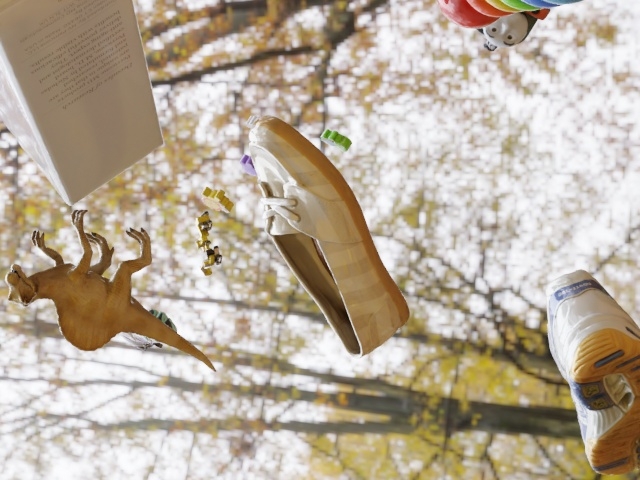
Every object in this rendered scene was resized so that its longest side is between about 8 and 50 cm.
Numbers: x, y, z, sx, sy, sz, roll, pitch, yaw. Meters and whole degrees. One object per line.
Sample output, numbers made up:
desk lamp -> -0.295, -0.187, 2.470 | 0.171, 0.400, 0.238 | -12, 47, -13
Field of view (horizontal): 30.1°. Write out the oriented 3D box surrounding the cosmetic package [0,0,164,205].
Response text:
cosmetic package -> -0.329, -0.250, 1.394 | 0.161, 0.230, 0.453 | -35, -16, -15

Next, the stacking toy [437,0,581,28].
stacking toy -> 0.220, -0.296, 1.265 | 0.141, 0.330, 0.141 | 1, -92, -17

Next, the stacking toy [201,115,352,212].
stacking toy -> -0.069, -0.109, 1.904 | 0.167, 0.221, 0.052 | -60, -40, -21

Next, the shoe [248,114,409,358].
shoe -> 0.000, 0.000, 0.957 | 0.058, 0.077, 0.219 | -42, -68, -26

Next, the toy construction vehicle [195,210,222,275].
toy construction vehicle -> -0.205, 0.008, 2.104 | 0.035, 0.098, 0.085 | -15, -113, -18

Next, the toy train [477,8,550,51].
toy train -> 0.316, -0.426, 1.942 | 0.334, 0.142, 0.190 | -82, 18, -61

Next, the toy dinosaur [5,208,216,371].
toy dinosaur -> -0.153, 0.037, 0.847 | 0.183, 0.053, 0.092 | 26, -119, -41

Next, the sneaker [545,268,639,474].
sneaker -> 0.307, 0.140, 1.255 | 0.296, 0.112, 0.131 | 65, -175, -49

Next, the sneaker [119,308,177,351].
sneaker -> -0.193, 0.108, 1.368 | 0.038, 0.098, 0.069 | -59, -36, -23
